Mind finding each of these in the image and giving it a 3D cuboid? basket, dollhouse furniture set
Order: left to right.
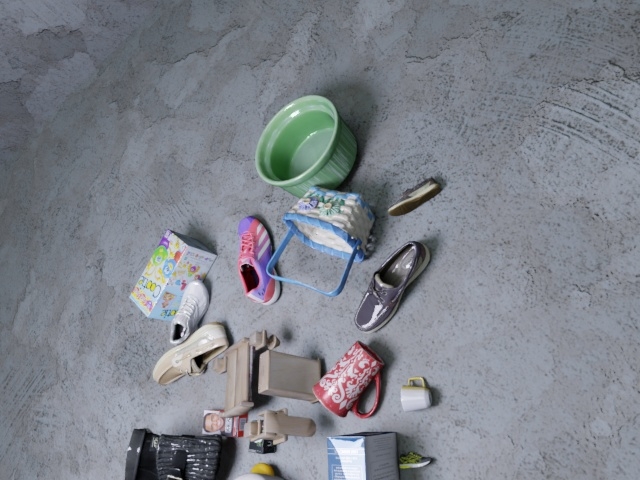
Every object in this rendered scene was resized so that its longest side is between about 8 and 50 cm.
[{"bbox_3d":[-0.166,0.445,1.369,0.356,0.174,0.303,-39,42,42],"label":"dollhouse furniture set"},{"bbox_3d":[0.000,0.000,1.335,0.255,0.201,0.288,13,72,35],"label":"basket"}]

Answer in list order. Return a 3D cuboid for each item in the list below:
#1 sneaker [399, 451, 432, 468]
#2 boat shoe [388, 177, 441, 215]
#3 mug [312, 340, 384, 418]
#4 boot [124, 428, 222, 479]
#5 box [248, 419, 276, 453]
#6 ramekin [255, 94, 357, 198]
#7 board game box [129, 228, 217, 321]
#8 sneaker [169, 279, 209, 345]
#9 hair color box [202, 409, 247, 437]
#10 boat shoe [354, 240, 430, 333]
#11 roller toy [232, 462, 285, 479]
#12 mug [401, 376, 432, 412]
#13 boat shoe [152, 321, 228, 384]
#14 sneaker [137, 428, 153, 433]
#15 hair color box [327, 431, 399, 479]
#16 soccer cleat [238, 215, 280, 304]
[{"bbox_3d":[0.220,0.513,1.127,0.083,0.031,0.035,-22,63,26],"label":"sneaker"},{"bbox_3d":[0.250,-0.118,1.305,0.152,0.056,0.049,-27,56,13],"label":"boat shoe"},{"bbox_3d":[0.089,0.360,1.238,0.169,0.150,0.113,-52,18,4],"label":"mug"},{"bbox_3d":[-0.433,0.680,1.420,0.131,0.261,0.347,-94,19,-46],"label":"boot"},{"bbox_3d":[-0.159,0.548,1.347,0.052,0.062,0.083,-6,72,33],"label":"box"},{"bbox_3d":[-0.037,-0.272,1.465,0.304,0.148,0.303,-17,58,30],"label":"ramekin"},{"bbox_3d":[-0.510,0.124,1.668,0.142,0.144,0.275,31,92,37],"label":"board game box"},{"bbox_3d":[-0.436,0.244,1.588,0.091,0.115,0.231,13,87,4],"label":"sneaker"},{"bbox_3d":[-0.287,0.548,1.444,0.141,0.043,0.071,-10,70,31],"label":"hair color box"},{"bbox_3d":[0.172,0.116,1.251,0.285,0.092,0.103,-52,54,8],"label":"boat shoe"},{"bbox_3d":[-0.157,0.708,1.243,0.209,0.146,0.191,30,83,42],"label":"roller toy"},{"bbox_3d":[0.231,0.369,1.152,0.064,0.062,0.078,-11,75,22],"label":"mug"},{"bbox_3d":[-0.419,0.386,1.549,0.302,0.109,0.098,-39,56,11],"label":"boat shoe"},{"bbox_3d":[-0.580,0.696,1.579,0.073,0.063,0.162,-46,55,17],"label":"sneaker"},{"bbox_3d":[0.105,0.620,1.080,0.105,0.174,0.346,-14,67,30],"label":"hair color box"},{"bbox_3d":[-0.214,0.048,1.513,0.109,0.116,0.318,-29,61,23],"label":"soccer cleat"}]
